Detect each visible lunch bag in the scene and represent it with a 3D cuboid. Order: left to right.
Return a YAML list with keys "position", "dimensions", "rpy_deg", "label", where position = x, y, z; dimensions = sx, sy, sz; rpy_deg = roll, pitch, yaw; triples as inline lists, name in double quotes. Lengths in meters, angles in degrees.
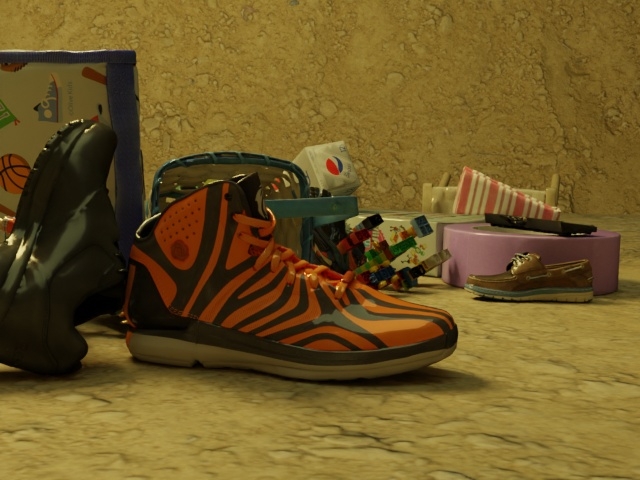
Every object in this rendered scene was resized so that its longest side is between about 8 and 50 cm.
- position: [-0.375, -0.086, 1.275]
  dimensions: [0.385, 0.328, 0.238]
  rpy_deg: [4, 10, 37]
  label: "lunch bag"

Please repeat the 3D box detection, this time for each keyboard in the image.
- position: [0.325, -0.024, 1.479]
  dimensions: [0.108, 0.023, 0.180]
  rpy_deg: [6, 2, -28]
  label: "keyboard"

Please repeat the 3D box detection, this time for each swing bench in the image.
- position: [0.350, -0.045, 1.951]
  dimensions: [0.253, 0.165, 0.254]
  rpy_deg: [4, 11, 16]
  label: "swing bench"

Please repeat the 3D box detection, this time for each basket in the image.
- position: [-0.119, -0.022, 1.296]
  dimensions: [0.254, 0.201, 0.289]
  rpy_deg: [-1, -3, -27]
  label: "basket"

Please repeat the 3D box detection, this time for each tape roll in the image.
- position: [0.332, 0.026, 1.529]
  dimensions: [0.274, 0.090, 0.275]
  rpy_deg: [2, 6, 0]
  label: "tape roll"

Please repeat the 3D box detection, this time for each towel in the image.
- position: [0.336, -0.044, 1.756]
  dimensions: [0.197, 0.144, 0.029]
  rpy_deg: [27, 50, 19]
  label: "towel"

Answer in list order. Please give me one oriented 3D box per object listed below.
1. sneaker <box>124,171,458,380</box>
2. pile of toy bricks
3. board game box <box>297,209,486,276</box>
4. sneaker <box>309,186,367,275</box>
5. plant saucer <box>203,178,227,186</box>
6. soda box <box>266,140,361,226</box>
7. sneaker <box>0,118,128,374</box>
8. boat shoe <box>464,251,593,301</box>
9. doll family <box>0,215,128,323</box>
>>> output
- position: [-0.032, 0.027, 0.890]
  dimensions: [0.320, 0.180, 0.124]
  rpy_deg: [2, 6, 8]
  label: "sneaker"
- position: [0.089, 0.031, 1.436]
  dimensions: [0.105, 0.118, 0.212]
  rpy_deg: [-36, -11, 38]
  label: "pile of toy bricks"
- position: [0.141, -0.003, 1.753]
  dimensions: [0.303, 0.098, 0.224]
  rpy_deg: [4, 6, 39]
  label: "board game box"
- position: [0.000, 0.000, 1.480]
  dimensions: [0.087, 0.083, 0.221]
  rpy_deg: [-14, -40, 18]
  label: "sneaker"
- position: [-0.081, 0.026, 1.053]
  dimensions: [0.045, 0.188, 0.188]
  rpy_deg: [-30, 12, -13]
  label: "plant saucer"
- position: [-0.034, -0.083, 1.863]
  dimensions: [0.091, 0.098, 0.286]
  rpy_deg: [-14, -15, -30]
  label: "soda box"
- position: [-0.236, 0.007, 0.910]
  dimensions: [0.130, 0.286, 0.109]
  rpy_deg: [20, -36, -8]
  label: "sneaker"
- position: [0.295, 0.050, 1.366]
  dimensions: [0.183, 0.066, 0.066]
  rpy_deg: [1, 5, -5]
  label: "boat shoe"
- position: [-0.240, 0.056, 1.056]
  dimensions: [0.262, 0.119, 0.163]
  rpy_deg: [19, -9, -26]
  label: "doll family"
